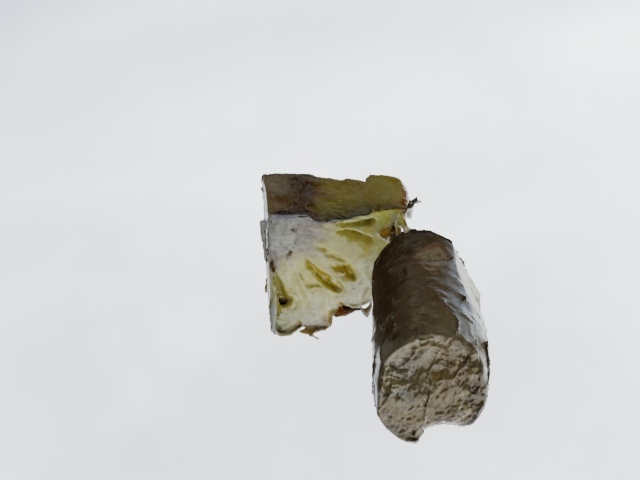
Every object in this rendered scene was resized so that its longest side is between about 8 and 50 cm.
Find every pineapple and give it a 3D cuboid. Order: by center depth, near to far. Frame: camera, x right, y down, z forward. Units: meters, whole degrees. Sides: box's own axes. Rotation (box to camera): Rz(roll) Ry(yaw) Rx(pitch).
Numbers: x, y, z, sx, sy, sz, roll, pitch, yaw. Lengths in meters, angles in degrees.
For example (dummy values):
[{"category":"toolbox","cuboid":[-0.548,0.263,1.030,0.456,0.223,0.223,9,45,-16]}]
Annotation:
[{"category":"pineapple","cuboid":[0.000,0.000,1.734,0.236,0.186,0.114,-47,-148,22]}]

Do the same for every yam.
[{"category":"yam","cuboid":[0.110,0.098,1.588,0.129,0.128,0.238,28,-155,-10]}]
